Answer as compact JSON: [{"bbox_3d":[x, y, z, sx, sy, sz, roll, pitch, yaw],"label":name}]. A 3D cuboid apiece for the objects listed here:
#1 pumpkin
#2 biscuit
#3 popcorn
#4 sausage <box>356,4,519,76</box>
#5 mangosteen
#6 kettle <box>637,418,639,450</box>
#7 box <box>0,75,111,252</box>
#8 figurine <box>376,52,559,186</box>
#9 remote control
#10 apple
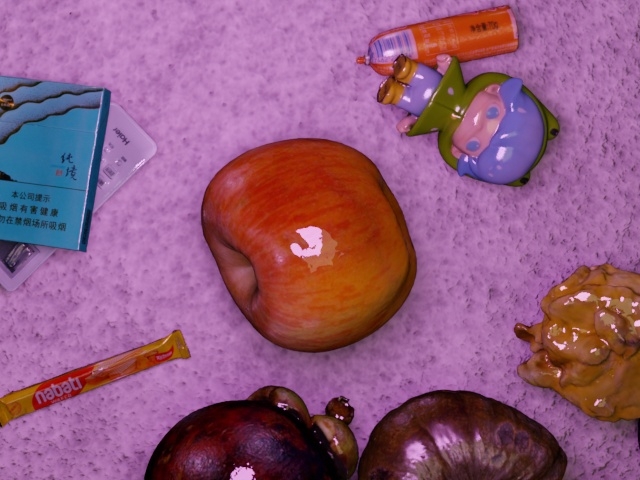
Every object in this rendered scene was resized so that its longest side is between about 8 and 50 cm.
[{"bbox_3d":[0.174,0.344,1.815,0.325,0.242,0.232,-45,109,-6],"label":"pumpkin"},{"bbox_3d":[-0.332,0.197,1.829,0.292,0.026,0.048,-20,119,-5],"label":"biscuit"},{"bbox_3d":[0.418,0.145,1.870,0.266,0.192,0.233,-9,115,16],"label":"popcorn"},{"bbox_3d":[0.165,-0.283,1.823,0.234,0.071,0.071,-12,98,-8],"label":"sausage"},{"bbox_3d":[-0.095,0.350,1.759,0.311,0.311,0.311,-1,97,-8],"label":"mangosteen"},{"bbox_3d":[0.627,0.277,1.915,0.268,0.207,0.290,23,103,18],"label":"kettle"},{"bbox_3d":[-0.383,-0.106,1.738,0.161,0.042,0.226,8,86,8],"label":"box"},{"bbox_3d":[0.210,-0.176,1.800,0.263,0.143,0.162,26,100,-16],"label":"figurine"},{"bbox_3d":[-0.362,-0.062,1.779,0.293,0.051,0.103,-43,86,0],"label":"remote control"},{"bbox_3d":[0.000,0.000,1.730,0.301,0.301,0.301,-1,97,-8],"label":"apple"}]
